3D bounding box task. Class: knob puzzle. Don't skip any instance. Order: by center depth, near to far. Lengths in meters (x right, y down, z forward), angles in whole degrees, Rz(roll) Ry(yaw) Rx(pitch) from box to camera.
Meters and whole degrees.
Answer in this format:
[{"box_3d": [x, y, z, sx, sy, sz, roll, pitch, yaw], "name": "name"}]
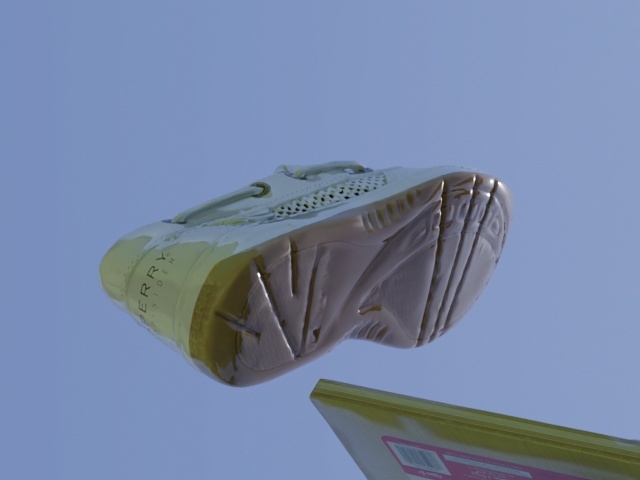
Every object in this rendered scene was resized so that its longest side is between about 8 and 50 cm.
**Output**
[{"box_3d": [0.108, 0.120, 0.843, 0.213, 0.213, 0.030, 7, -122, 35], "name": "knob puzzle"}]

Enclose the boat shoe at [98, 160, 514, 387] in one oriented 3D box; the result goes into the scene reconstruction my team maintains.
[{"box_3d": [0.000, 0.000, 0.977, 0.096, 0.277, 0.098, 23, -73, 30], "name": "boat shoe"}]
